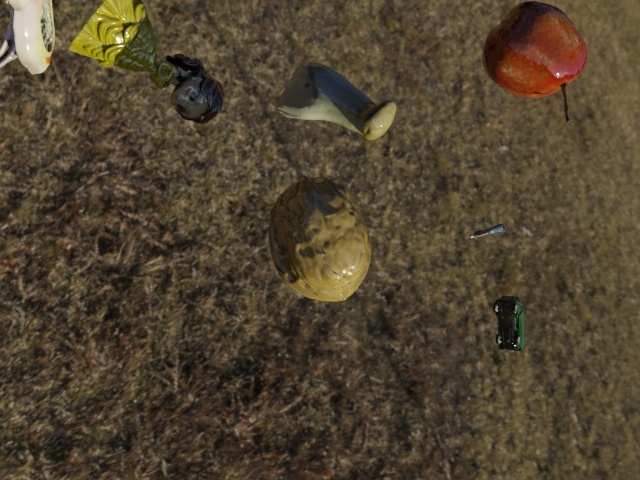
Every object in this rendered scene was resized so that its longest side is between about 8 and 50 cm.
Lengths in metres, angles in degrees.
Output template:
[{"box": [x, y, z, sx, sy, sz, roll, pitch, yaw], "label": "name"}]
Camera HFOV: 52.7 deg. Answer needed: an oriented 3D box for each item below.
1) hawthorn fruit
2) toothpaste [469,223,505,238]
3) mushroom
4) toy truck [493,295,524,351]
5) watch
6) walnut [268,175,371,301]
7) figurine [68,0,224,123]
[{"box": [0.379, -0.302, 1.092, 0.203, 0.162, 0.163, 46, 39, 11], "label": "hawthorn fruit"}, {"box": [0.389, -0.020, 1.504, 0.019, 0.083, 0.027, -85, 151, -43], "label": "toothpaste"}, {"box": [0.042, -0.341, 1.634, 0.329, 0.159, 0.122, 32, 30, 28], "label": "mushroom"}, {"box": [0.500, 0.218, 1.708, 0.079, 0.065, 0.147, -29, 115, -57], "label": "toy truck"}, {"box": [-0.614, -0.434, 1.186, 0.218, 0.248, 0.211, 3, 26, -11], "label": "watch"}, {"box": [0.000, 0.000, 1.218, 0.198, 0.198, 0.245, -5, 71, -46], "label": "walnut"}, {"box": [-0.340, -0.366, 1.360, 0.315, 0.187, 0.168, 39, 12, -24], "label": "figurine"}]
